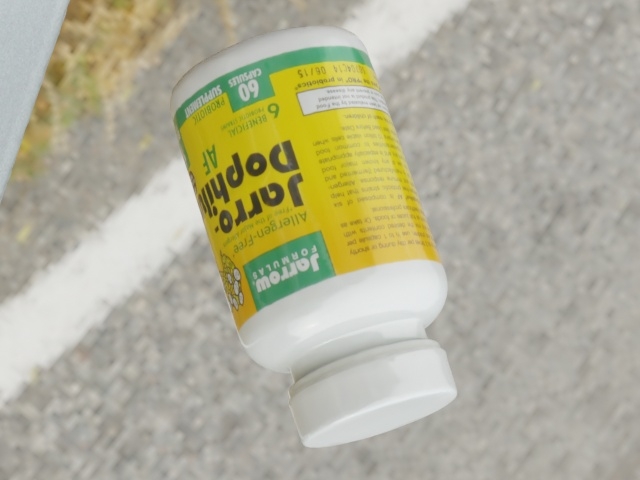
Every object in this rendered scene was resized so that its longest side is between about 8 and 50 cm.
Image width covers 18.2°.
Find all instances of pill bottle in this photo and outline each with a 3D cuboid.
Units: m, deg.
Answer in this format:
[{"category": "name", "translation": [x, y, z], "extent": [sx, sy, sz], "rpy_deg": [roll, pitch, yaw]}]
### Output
[{"category": "pill bottle", "translation": [0.000, 0.000, 1.077], "extent": [0.118, 0.208, 0.117], "rpy_deg": [-17, 165, -5]}]

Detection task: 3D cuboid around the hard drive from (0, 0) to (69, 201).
[{"category": "hard drive", "translation": [-0.107, -0.047, 0.468], "extent": [0.094, 0.022, 0.135], "rpy_deg": [15, 96, -45]}]
